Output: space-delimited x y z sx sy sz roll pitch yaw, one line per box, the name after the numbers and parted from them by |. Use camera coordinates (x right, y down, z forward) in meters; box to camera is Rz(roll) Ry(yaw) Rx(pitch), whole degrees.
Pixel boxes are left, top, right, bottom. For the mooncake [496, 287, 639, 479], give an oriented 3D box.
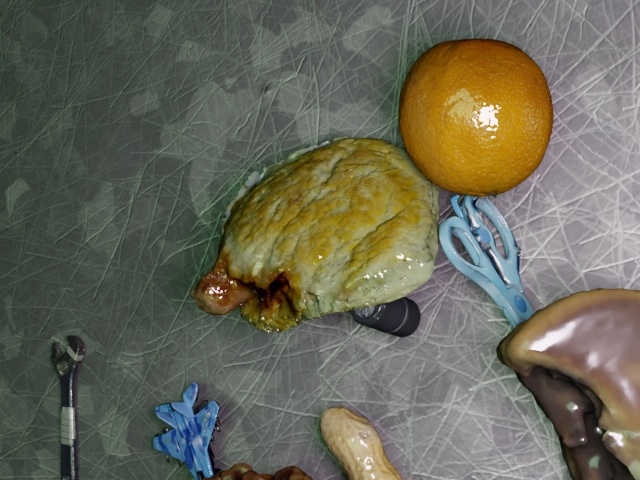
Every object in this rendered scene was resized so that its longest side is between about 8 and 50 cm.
0.429 0.271 1.407 0.393 0.246 0.394 13 87 8 | mooncake

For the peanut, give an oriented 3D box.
0.071 0.376 1.698 0.099 0.099 0.214 -35 70 20 | peanut

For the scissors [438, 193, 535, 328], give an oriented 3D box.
0.313 0.098 1.586 0.032 0.180 0.393 -35 83 43 | scissors

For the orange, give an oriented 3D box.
0.251 -0.195 1.579 0.264 0.264 0.264 -3 83 28 | orange

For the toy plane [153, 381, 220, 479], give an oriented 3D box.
-0.229 0.402 1.865 0.169 0.078 0.246 -35 76 20 | toy plane

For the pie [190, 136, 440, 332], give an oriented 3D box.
0.023 -0.012 1.665 0.418 0.180 0.395 -8 42 29 | pie

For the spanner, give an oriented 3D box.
-0.532 0.358 2.060 0.087 0.024 0.315 -5 83 29 | spanner

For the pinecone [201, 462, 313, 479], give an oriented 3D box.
-0.095 0.539 1.583 0.398 0.398 0.397 -3 83 28 | pinecone

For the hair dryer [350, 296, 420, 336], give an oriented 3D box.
0.072 0.082 1.728 0.071 0.124 0.219 -54 48 10 | hair dryer
